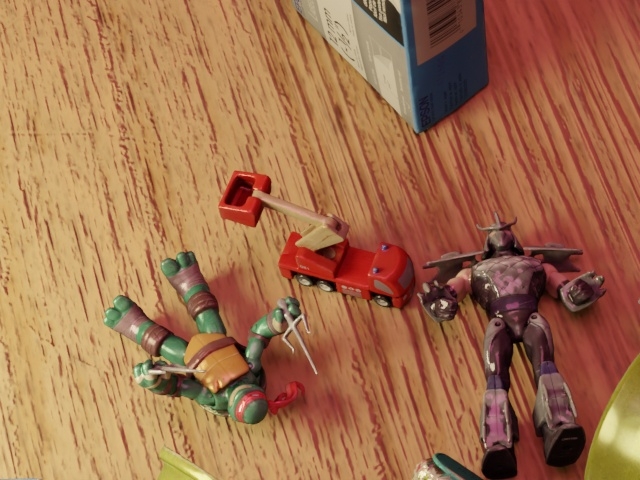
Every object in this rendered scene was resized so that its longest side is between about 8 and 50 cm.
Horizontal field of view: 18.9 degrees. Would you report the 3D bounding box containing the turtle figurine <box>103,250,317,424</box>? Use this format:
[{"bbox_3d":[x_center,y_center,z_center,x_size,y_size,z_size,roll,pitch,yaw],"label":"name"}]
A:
[{"bbox_3d":[-0.109,0.114,1.911,0.175,0.118,0.234,-26,44,-24],"label":"turtle figurine"}]

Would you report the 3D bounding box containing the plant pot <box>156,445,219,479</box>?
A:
[{"bbox_3d":[-0.096,0.364,1.703,0.276,0.276,0.254,30,80,22],"label":"plant pot"}]

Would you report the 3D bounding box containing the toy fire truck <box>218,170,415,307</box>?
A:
[{"bbox_3d":[0.000,0.000,1.948,0.192,0.135,0.047,15,64,16],"label":"toy fire truck"}]

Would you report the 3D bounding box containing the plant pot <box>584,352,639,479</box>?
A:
[{"bbox_3d":[0.431,0.231,1.661,0.353,0.366,0.366,28,67,34],"label":"plant pot"}]

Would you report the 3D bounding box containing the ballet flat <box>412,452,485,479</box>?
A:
[{"bbox_3d":[0.180,0.288,1.802,0.241,0.091,0.077,32,100,27],"label":"ballet flat"}]

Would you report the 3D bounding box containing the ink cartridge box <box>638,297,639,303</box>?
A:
[{"bbox_3d":[0.519,0.036,1.887,0.307,0.072,0.304,31,70,20],"label":"ink cartridge box"}]

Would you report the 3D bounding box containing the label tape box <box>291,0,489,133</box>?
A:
[{"bbox_3d":[0.029,-0.314,2.057,0.115,0.249,0.348,-38,62,-14],"label":"label tape box"}]

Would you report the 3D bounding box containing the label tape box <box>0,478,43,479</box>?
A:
[{"bbox_3d":[-0.351,0.349,1.784,0.333,0.106,0.241,-9,53,52],"label":"label tape box"}]

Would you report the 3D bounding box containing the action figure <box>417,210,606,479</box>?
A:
[{"bbox_3d":[0.195,0.088,1.895,0.185,0.099,0.285,-11,56,8],"label":"action figure"}]
